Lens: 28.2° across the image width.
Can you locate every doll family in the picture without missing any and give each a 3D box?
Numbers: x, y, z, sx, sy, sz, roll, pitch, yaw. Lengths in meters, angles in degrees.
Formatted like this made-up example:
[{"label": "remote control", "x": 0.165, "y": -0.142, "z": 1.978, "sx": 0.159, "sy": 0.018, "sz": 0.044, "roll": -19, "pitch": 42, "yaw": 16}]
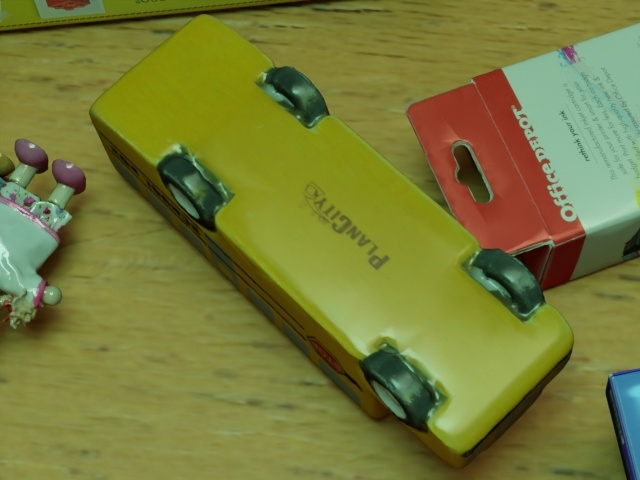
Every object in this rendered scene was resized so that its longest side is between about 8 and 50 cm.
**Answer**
[{"label": "doll family", "x": -0.291, "y": -0.012, "z": 0.845, "sx": 0.263, "sy": 0.118, "sz": 0.163, "roll": 30, "pitch": 61, "yaw": -5}]

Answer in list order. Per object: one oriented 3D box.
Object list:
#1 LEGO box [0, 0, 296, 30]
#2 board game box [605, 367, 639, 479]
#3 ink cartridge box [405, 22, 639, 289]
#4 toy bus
[{"label": "LEGO box", "x": -0.166, "y": -0.367, "z": 0.949, "sx": 0.500, "sy": 0.193, "sz": 0.372, "roll": -5, "pitch": 64, "yaw": -1}, {"label": "board game box", "x": 0.304, "y": 0.217, "z": 0.656, "sx": 0.233, "sy": 0.078, "sz": 0.347, "roll": -13, "pitch": 75, "yaw": 8}, {"label": "ink cartridge box", "x": 0.184, "y": -0.057, "z": 0.855, "sx": 0.231, "sy": 0.078, "sz": 0.134, "roll": -19, "pitch": 65, "yaw": -7}, {"label": "toy bus", "x": 0.000, "y": 0.000, "z": 0.803, "sx": 0.108, "sy": 0.130, "sz": 0.332, "roll": -42, "pitch": 70, "yaw": -15}]
